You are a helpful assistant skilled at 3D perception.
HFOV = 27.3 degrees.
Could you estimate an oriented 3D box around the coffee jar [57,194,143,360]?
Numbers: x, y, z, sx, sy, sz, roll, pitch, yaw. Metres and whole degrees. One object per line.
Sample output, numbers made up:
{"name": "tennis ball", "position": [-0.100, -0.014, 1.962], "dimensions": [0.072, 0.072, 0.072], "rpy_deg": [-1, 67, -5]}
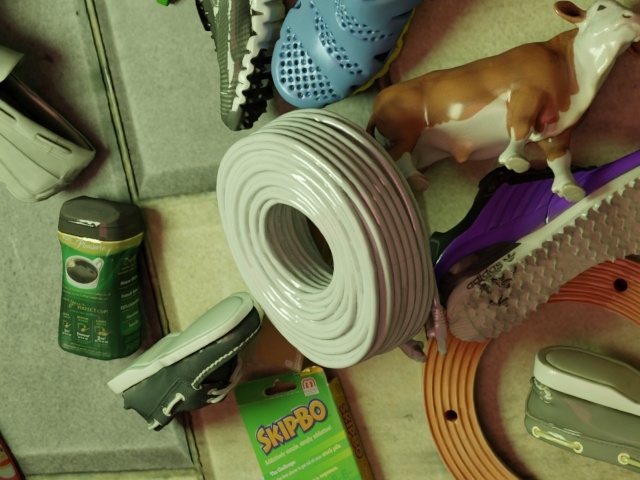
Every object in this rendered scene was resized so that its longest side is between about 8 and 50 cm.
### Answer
{"name": "coffee jar", "position": [-0.257, 0.042, 1.541], "dimensions": [0.096, 0.079, 0.184], "rpy_deg": [11, 109, 24]}

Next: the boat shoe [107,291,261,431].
{"name": "boat shoe", "position": [-0.134, 0.140, 1.465], "dimensions": [0.091, 0.114, 0.302], "rpy_deg": [51, 149, -5]}

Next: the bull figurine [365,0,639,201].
{"name": "bull figurine", "position": [0.176, -0.121, 1.268], "dimensions": [0.310, 0.188, 0.101], "rpy_deg": [-16, 135, 34]}

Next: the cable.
{"name": "cable", "position": [0.000, 0.000, 1.290], "dimensions": [0.257, 0.089, 0.257], "rpy_deg": [18, 127, 46]}

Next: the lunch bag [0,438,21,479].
{"name": "lunch bag", "position": [-0.552, 0.297, 1.727], "dimensions": [0.293, 0.120, 0.258], "rpy_deg": [-29, 87, 26]}

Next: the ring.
{"name": "ring", "position": [0.267, 0.166, 1.368], "dimensions": [0.336, 0.032, 0.336], "rpy_deg": [7, 107, 22]}

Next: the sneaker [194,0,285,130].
{"name": "sneaker", "position": [-0.089, -0.236, 1.397], "dimensions": [0.106, 0.078, 0.234], "rpy_deg": [16, 106, 23]}

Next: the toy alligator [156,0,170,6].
{"name": "toy alligator", "position": [-0.153, -0.310, 1.380], "dimensions": [0.056, 0.190, 0.051], "rpy_deg": [22, 69, 0]}

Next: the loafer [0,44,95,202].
{"name": "loafer", "position": [-0.386, -0.188, 1.499], "dimensions": [0.111, 0.112, 0.319], "rpy_deg": [-34, 111, 16]}

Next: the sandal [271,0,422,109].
{"name": "sandal", "position": [0.053, -0.250, 1.295], "dimensions": [0.126, 0.138, 0.317], "rpy_deg": [45, 118, 5]}

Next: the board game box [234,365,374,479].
{"name": "board game box", "position": [-0.003, 0.271, 1.513], "dimensions": [0.124, 0.039, 0.259], "rpy_deg": [-16, 99, 26]}

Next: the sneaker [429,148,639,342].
{"name": "sneaker", "position": [0.227, -0.035, 1.290], "dimensions": [0.293, 0.102, 0.146], "rpy_deg": [-31, 45, 7]}

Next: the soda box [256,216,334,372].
{"name": "soda box", "position": [-0.019, 0.047, 1.446], "dimensions": [0.058, 0.061, 0.181], "rpy_deg": [17, 110, 20]}

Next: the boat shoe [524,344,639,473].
{"name": "boat shoe", "position": [0.341, 0.196, 1.268], "dimensions": [0.305, 0.109, 0.091], "rpy_deg": [21, 112, 24]}
